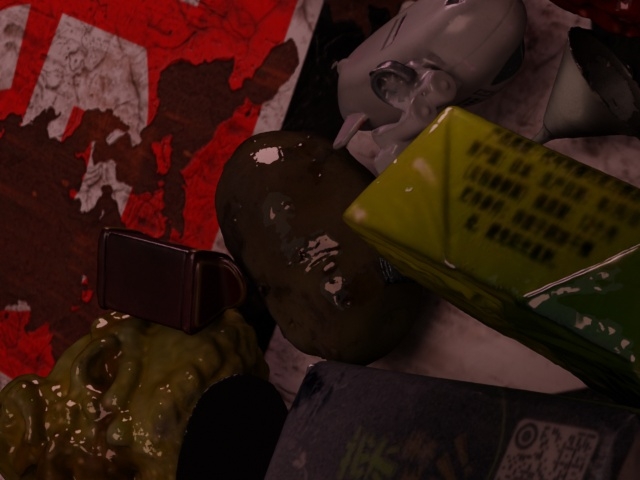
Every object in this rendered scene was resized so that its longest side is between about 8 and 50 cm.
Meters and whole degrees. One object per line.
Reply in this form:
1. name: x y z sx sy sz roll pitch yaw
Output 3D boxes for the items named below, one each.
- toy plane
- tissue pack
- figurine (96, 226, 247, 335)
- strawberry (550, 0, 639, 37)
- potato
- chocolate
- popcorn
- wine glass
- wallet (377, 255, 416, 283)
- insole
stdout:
1. toy plane: 0.099 -0.159 1.558 0.252 0.118 0.252 -47 16 19
2. tissue pack: 0.098 0.255 1.375 0.394 0.124 0.288 3 69 52
3. figurine: -0.130 0.035 1.630 0.154 0.098 0.082 13 104 30
4. strawberry: 0.241 -0.346 1.374 0.295 0.345 0.317 45 108 37
5. potato: 0.000 0.000 1.618 0.165 0.165 0.262 -40 63 25
6. chocolate: 0.216 0.035 1.354 0.288 0.301 0.137 28 86 38
7. popcorn: -0.177 0.173 1.662 0.286 0.174 0.225 -33 36 -11
8. wine glass: 0.193 -0.092 1.510 0.183 0.122 0.122 -38 60 28
9. wallet: 0.103 -0.003 1.555 0.026 0.129 0.088 -42 57 52
10. insole: -0.072 0.284 1.590 0.119 0.009 0.348 -3 110 0
